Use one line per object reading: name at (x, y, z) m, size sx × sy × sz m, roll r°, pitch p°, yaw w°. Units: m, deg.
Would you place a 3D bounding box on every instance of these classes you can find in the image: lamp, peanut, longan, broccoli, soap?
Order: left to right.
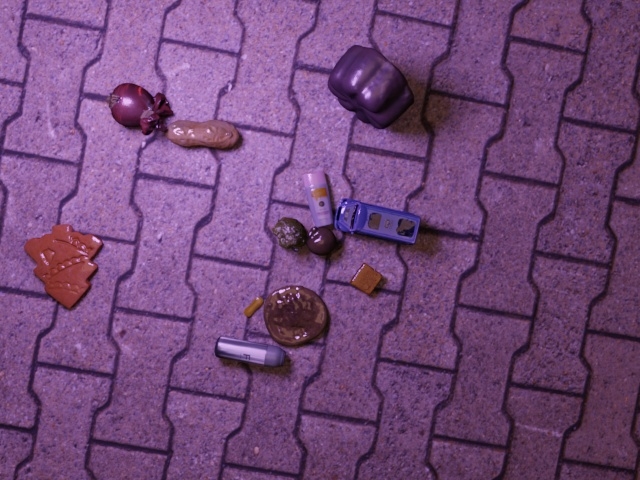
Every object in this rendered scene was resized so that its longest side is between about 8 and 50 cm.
lamp at (-0.640, -0.463, 1.685) m, size 0.223 × 0.215 × 0.151 m, roll -5°, pitch 136°, yaw 9°
peanut at (-0.421, -0.380, 1.727) m, size 0.263 × 0.117 × 0.101 m, roll 3°, pitch 72°, yaw 2°
soap at (-0.247, 0.244, 1.792) m, size 0.034 × 0.012 × 0.089 m, roll 43°, pitch 91°, yaw -1°
broccoli at (-0.110, -0.022, 1.742) m, size 0.131 × 0.130 × 0.120 m, roll 34°, pitch 132°, yaw -10°
longan at (0.000, 0.000, 1.741) m, size 0.106 × 0.106 × 0.119 m, roll -41°, pitch 121°, yaw 1°

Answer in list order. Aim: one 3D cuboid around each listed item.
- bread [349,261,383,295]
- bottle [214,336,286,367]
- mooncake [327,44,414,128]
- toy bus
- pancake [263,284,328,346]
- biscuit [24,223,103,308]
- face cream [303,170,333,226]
bread at (0.168, 0.142, 1.782) m, size 0.090 × 0.035 × 0.094 m, roll 35°, pitch 91°, yaw -1°
bottle at (-0.255, 0.411, 1.767) m, size 0.254 × 0.079 × 0.096 m, roll 9°, pitch 129°, yaw -1°
mooncake at (0.162, -0.504, 1.635) m, size 0.306 × 0.306 × 0.154 m, roll 40°, pitch 92°, yaw -1°
toy bus at (0.199, -0.066, 1.728) m, size 0.292 × 0.133 × 0.125 m, roll 13°, pitch 92°, yaw -1°
pancake at (-0.096, 0.279, 1.776) m, size 0.242 × 0.050 × 0.242 m, roll 0°, pitch 91°, yaw 0°
biscuit at (-0.923, 0.095, 1.766) m, size 0.284 × 0.043 × 0.306 m, roll -6°, pitch 92°, yaw 0°
face cream at (-0.004, -0.150, 1.762) m, size 0.084 × 0.057 × 0.198 m, roll -13°, pitch 92°, yaw -5°
